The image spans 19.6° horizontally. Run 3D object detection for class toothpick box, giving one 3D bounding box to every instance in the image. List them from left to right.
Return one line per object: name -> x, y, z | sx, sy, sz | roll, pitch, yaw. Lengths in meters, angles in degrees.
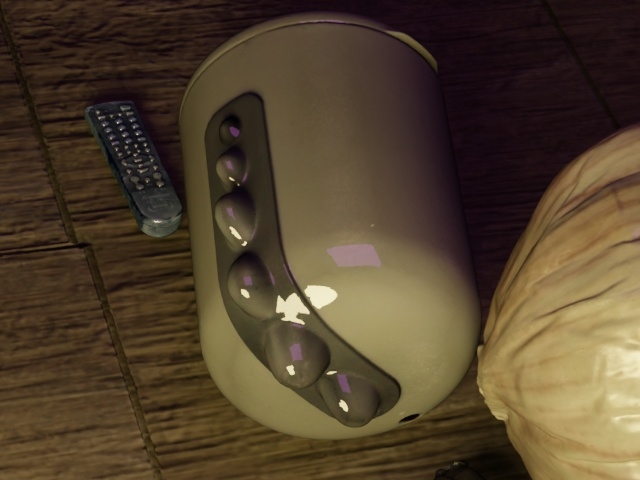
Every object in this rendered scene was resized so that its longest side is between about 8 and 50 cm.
toothpick box -> 0.000, 0.000, 1.347 | 0.229, 0.229, 0.316 | 2, 47, -10

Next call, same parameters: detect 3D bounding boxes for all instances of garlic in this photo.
garlic -> 0.237, 0.088, 1.267 | 0.259, 0.317, 0.317 | -4, 45, 9

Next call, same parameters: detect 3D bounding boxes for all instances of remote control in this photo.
remote control -> -0.150, -0.059, 1.508 | 0.043, 0.027, 0.152 | -14, 49, -16

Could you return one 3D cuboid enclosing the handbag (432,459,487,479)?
handbag -> 0.107, 0.261, 1.205 | 0.223, 0.080, 0.247 | -32, 53, -34
